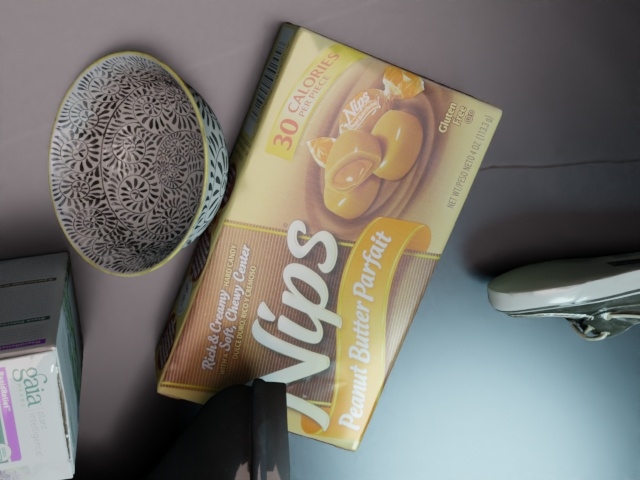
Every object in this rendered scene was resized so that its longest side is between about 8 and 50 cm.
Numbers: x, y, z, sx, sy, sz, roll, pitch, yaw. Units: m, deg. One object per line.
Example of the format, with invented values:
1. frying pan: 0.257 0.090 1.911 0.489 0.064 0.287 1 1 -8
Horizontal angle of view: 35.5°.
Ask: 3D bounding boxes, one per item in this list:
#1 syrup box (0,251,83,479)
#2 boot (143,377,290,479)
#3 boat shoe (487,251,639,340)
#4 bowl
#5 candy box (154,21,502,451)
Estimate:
1. syrup box: -0.230 0.088 0.738 0.096 0.237 0.093 -8 106 -9
2. boot: -0.265 0.240 0.779 0.445 0.146 0.367 7 125 -10
3. boat shoe: 0.258 0.055 0.904 0.219 0.078 0.070 -6 104 -11
4. bowl: -0.128 -0.058 0.787 0.080 0.170 0.170 -2 111 -55
5. candy box: 0.000 0.000 0.836 0.182 0.087 0.317 20 101 -15
